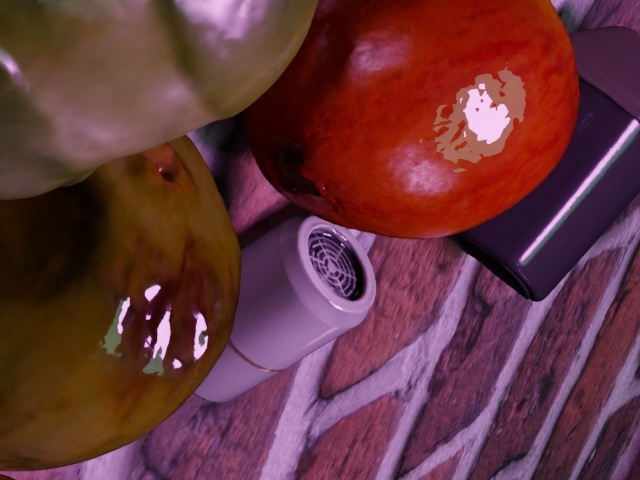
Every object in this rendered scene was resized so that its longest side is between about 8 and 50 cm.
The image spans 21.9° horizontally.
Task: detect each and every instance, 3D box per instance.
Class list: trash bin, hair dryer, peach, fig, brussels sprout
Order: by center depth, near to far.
[{"bbox_3d":[-0.149,-0.169,0.765,0.276,0.315,0.371,-41,169,22],"label":"brussels sprout"},{"bbox_3d":[-0.188,0.028,1.019,0.271,0.239,0.239,-33,165,20],"label":"fig"},{"bbox_3d":[0.066,-0.116,1.318,0.281,0.238,0.281,-29,168,-7],"label":"peach"},{"bbox_3d":[0.000,0.000,1.484,0.173,0.107,0.357,-31,-169,33],"label":"hair dryer"},{"bbox_3d":[0.273,-0.089,1.842,0.290,0.182,0.209,-51,158,-2],"label":"trash bin"}]

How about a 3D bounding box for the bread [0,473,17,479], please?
[{"bbox_3d":[-0.313,0.266,1.214,0.222,0.096,0.181,-41,152,-38],"label":"bread"}]
